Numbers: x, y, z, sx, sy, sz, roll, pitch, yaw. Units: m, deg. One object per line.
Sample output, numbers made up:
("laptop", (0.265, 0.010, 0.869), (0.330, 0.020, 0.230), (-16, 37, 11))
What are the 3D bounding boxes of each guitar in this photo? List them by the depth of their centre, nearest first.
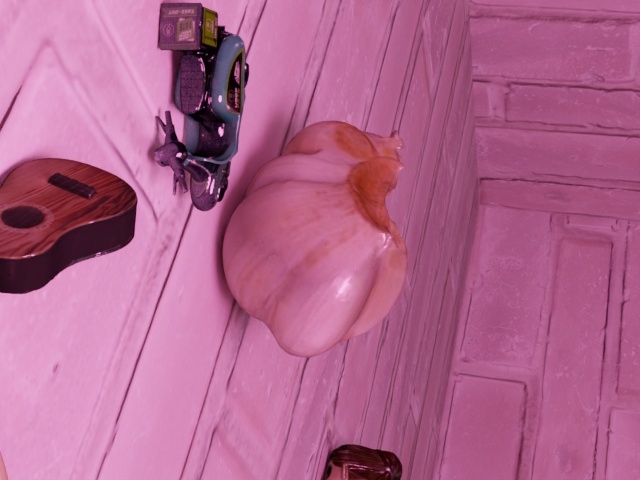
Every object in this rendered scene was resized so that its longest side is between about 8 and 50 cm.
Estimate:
("guitar", (-0.200, 0.016, 0.504), (0.271, 0.084, 0.038), (-42, 147, -58))

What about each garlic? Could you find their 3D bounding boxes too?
("garlic", (-0.015, 0.001, 0.987), (0.203, 0.185, 0.281), (117, -24, -44))

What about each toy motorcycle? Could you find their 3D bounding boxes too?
("toy motorcycle", (-0.105, -0.111, 0.809), (0.100, 0.058, 0.173), (-4, 99, -67))

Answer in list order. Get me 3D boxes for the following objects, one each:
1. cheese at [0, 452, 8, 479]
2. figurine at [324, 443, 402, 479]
("cheese", (-0.199, 0.175, 0.449), (0.137, 0.064, 0.227), (-18, 94, -68))
("figurine", (0.034, 0.439, 1.427), (0.187, 0.168, 0.315), (58, 20, -22))
